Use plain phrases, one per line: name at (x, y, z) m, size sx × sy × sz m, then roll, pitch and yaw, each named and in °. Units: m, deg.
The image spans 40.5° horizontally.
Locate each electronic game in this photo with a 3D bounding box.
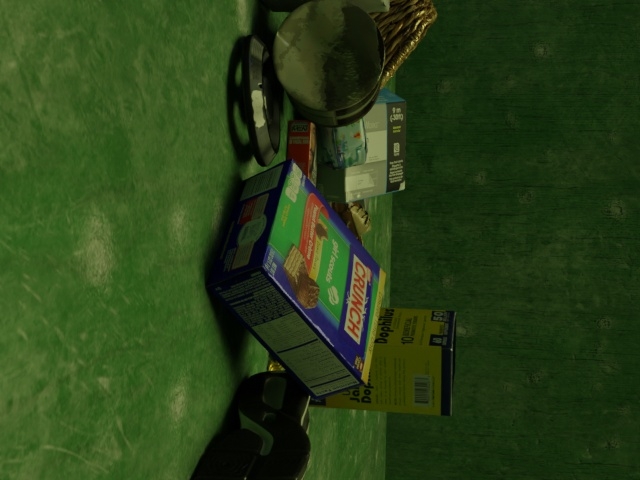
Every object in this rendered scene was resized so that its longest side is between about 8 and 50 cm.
electronic game at (-0.107, -0.243, 1.515) m, size 0.229 × 0.048 × 0.229 m, roll -4°, pitch 90°, yaw -84°

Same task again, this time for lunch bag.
lunch bag at (0.031, -0.273, 1.951) m, size 0.176 × 0.090 × 0.219 m, roll -144°, pitch -137°, yaw -66°

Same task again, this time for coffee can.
coffee can at (0.020, -0.330, 1.660) m, size 0.275 × 0.202 × 0.201 m, roll -32°, pitch 124°, yaw -87°

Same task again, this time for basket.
basket at (0.164, -0.446, 1.936) m, size 0.299 × 0.213 × 0.223 m, roll -72°, pitch 143°, yaw -85°

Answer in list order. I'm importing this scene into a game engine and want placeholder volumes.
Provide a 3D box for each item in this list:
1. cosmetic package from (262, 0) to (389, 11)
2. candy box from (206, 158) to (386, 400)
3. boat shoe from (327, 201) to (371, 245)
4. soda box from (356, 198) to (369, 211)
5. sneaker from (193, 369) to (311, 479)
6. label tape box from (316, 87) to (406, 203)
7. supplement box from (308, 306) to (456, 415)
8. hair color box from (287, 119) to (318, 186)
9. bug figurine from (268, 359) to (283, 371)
cosmetic package at (0.008, -0.472, 1.591) m, size 0.117 × 0.231 × 0.085 m, roll -6°, pitch 97°, yaw -80°
candy box at (-0.027, 0.069, 1.483) m, size 0.317 × 0.122 × 0.268 m, roll 51°, pitch 34°, yaw -32°
boat shoe at (0.079, -0.049, 2.336) m, size 0.122 × 0.120 × 0.324 m, roll -65°, pitch 155°, yaw -64°
soda box at (0.079, -0.197, 2.387) m, size 0.286 × 0.091 × 0.098 m, roll 81°, pitch 17°, yaw -44°
sneaker at (-0.084, 0.427, 1.434) m, size 0.447 × 0.169 × 0.257 m, roll -67°, pitch 155°, yaw -68°
label tape box at (0.101, -0.283, 2.161) m, size 0.249 × 0.115 × 0.347 m, roll -15°, pitch 111°, yaw -47°
supplement box at (0.151, 0.291, 2.142) m, size 0.194 × 0.357 × 0.195 m, roll -66°, pitch 156°, yaw -64°
hair color box at (-0.039, -0.168, 1.877) m, size 0.093 × 0.053 × 0.167 m, roll 32°, pitch 59°, yaw -78°
bug figurine at (-0.060, 0.130, 1.768) m, size 0.216 × 0.072 × 0.279 m, roll 69°, pitch 26°, yaw -64°
